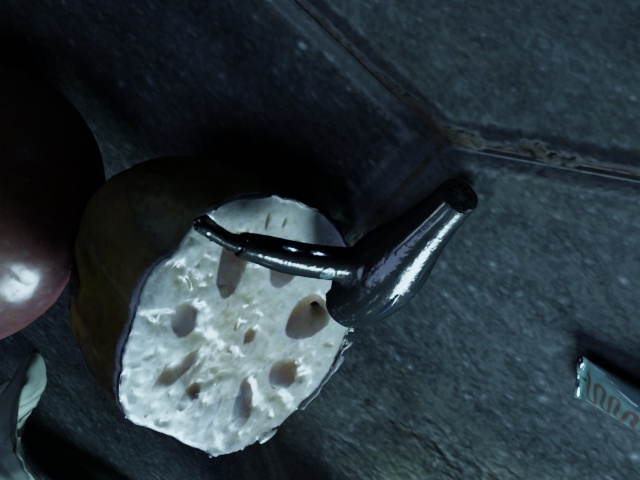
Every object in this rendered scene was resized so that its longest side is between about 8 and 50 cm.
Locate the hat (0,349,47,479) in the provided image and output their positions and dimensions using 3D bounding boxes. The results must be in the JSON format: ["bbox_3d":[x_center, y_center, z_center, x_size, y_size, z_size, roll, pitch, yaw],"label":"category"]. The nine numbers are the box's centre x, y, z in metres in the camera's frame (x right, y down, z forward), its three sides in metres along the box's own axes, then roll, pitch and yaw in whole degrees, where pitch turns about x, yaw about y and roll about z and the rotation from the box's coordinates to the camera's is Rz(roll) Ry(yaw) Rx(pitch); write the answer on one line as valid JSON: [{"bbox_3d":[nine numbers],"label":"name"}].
[{"bbox_3d":[-0.372,0.298,2.014,0.301,0.168,0.258,-19,110,52],"label":"hat"}]

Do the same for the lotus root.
[{"bbox_3d":[-0.116,0.047,1.454,0.192,0.272,0.272,31,144,38],"label":"lotus root"}]

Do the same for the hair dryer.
[{"bbox_3d":[0.000,0.000,1.333,0.219,0.075,0.195,10,144,-26],"label":"hair dryer"}]

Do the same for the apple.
[{"bbox_3d":[-0.358,-0.045,1.547,0.235,0.306,0.305,26,157,-34],"label":"apple"}]

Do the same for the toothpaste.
[{"bbox_3d":[0.296,0.159,1.313,0.205,0.036,0.056,30,144,27],"label":"toothpaste"}]
